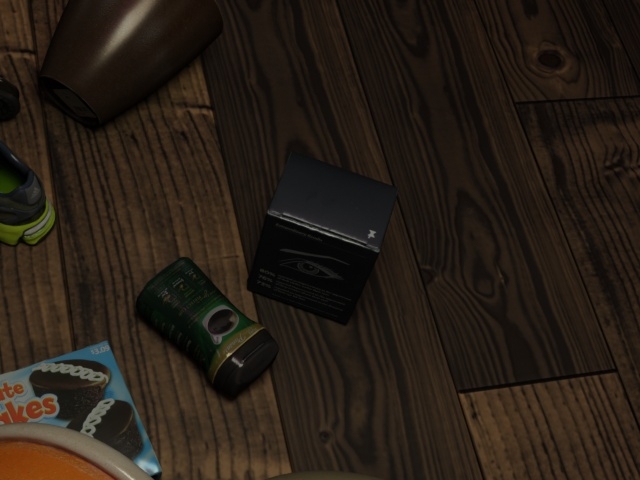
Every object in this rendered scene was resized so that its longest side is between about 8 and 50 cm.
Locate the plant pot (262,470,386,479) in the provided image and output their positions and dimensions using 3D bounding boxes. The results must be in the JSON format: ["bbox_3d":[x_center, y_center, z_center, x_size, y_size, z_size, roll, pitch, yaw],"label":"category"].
[{"bbox_3d":[-0.035,0.371,1.211,0.191,0.284,0.284,16,48,39],"label":"plant pot"}]

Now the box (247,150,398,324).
[{"bbox_3d":[0.000,0.000,1.457,0.153,0.207,0.108,20,56,-1],"label":"box"}]

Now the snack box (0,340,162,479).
[{"bbox_3d":[-0.372,0.255,1.295,0.322,0.060,0.187,-18,64,-23],"label":"snack box"}]

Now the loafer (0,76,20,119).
[{"bbox_3d":[-0.519,-0.243,1.556,0.220,0.080,0.078,23,57,1],"label":"loafer"}]

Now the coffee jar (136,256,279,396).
[{"bbox_3d":[-0.145,0.113,1.428,0.184,0.079,0.096,42,56,14],"label":"coffee jar"}]

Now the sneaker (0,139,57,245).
[{"bbox_3d":[-0.481,-0.116,1.462,0.300,0.121,0.111,29,56,5],"label":"sneaker"}]

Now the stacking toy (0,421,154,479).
[{"bbox_3d":[-0.337,0.407,0.949,0.351,0.350,0.480,36,30,9],"label":"stacking toy"}]

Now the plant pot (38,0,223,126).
[{"bbox_3d":[-0.292,-0.283,1.582,0.215,0.215,0.230,31,71,6],"label":"plant pot"}]
